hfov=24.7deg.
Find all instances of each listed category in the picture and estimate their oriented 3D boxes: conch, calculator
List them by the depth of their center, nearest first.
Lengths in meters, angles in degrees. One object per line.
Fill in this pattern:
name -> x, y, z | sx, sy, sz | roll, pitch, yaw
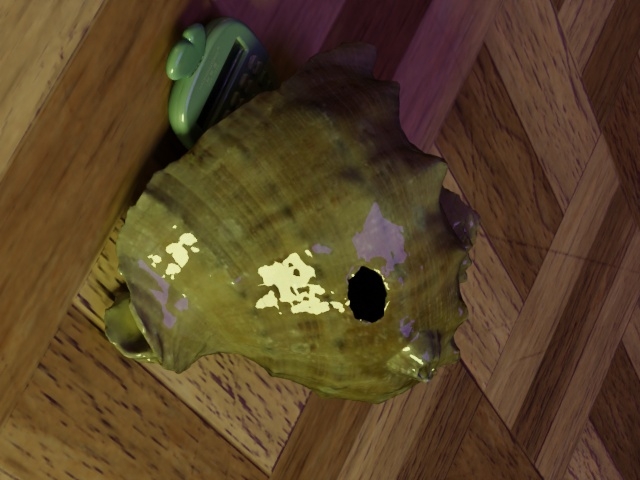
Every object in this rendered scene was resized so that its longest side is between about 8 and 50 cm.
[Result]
calculator -> -0.066, -0.100, 1.005 | 0.095, 0.021, 0.153 | -66, 150, -13
conch -> 0.010, 0.001, 1.026 | 0.324, 0.186, 0.263 | -27, 121, -51
